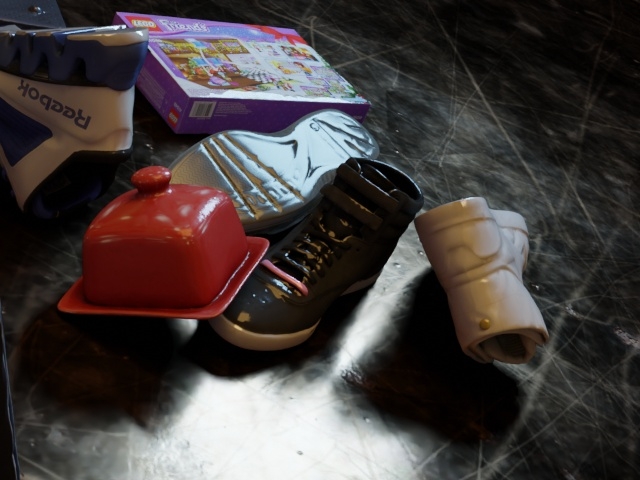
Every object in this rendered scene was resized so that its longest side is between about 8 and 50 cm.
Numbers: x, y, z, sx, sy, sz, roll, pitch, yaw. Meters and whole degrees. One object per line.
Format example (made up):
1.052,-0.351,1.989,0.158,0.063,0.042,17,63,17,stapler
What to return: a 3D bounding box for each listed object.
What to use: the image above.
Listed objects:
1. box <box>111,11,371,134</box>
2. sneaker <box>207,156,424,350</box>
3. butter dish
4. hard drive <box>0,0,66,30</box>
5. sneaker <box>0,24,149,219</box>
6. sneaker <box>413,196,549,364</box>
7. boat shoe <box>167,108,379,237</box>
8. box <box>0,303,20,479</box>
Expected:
-0.104,-0.212,1.459,0.293,0.057,0.201,-3,40,-40,box
0.000,0.000,1.101,0.104,0.147,0.296,37,32,16,sneaker
-0.142,-0.009,0.999,0.160,0.118,0.160,2,25,16,butter dish
-0.442,-0.291,1.334,0.254,0.054,0.172,6,34,-30,hard drive
-0.296,-0.116,1.094,0.315,0.182,0.127,8,15,35,sneaker
0.183,0.056,1.214,0.292,0.108,0.169,10,60,-69,sneaker
-0.059,-0.058,1.218,0.118,0.103,0.320,46,39,12,boat shoe
-0.455,-0.028,0.541,0.471,0.297,0.480,-18,48,-26,box
